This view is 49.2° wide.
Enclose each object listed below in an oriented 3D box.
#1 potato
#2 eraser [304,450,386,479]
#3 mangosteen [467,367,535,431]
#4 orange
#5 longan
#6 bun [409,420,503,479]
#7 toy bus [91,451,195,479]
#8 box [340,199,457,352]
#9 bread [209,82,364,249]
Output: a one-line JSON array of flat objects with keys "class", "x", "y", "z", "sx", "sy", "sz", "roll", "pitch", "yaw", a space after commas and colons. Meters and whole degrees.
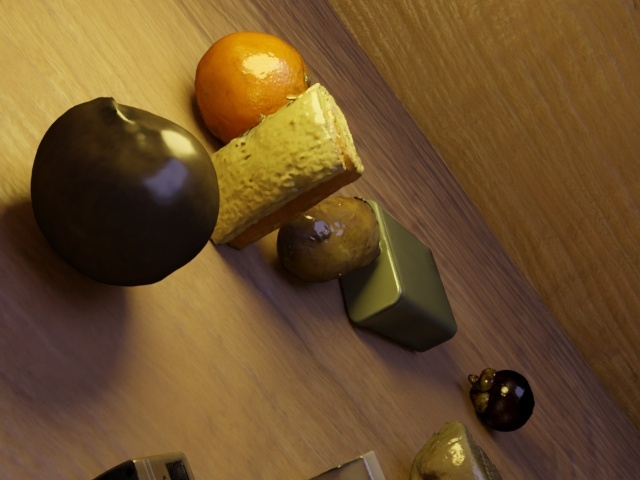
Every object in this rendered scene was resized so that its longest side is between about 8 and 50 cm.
[{"class": "potato", "x": 0.000, "y": 0.000, "z": 1.752, "sx": 0.229, "sy": 0.229, "sz": 0.266, "roll": 59, "pitch": 30, "yaw": 4}, {"class": "eraser", "x": 0.077, "y": 0.548, "z": 1.291, "sx": 0.095, "sy": 0.174, "sz": 0.270, "roll": 5, "pitch": 57, "yaw": -56}, {"class": "mangosteen", "x": 0.556, "y": 0.493, "z": 2.196, "sx": 0.230, "sy": 0.194, "sz": 0.194, "roll": 22, "pitch": 32, "yaw": -3}, {"class": "orange", "x": -0.165, "y": -0.374, "z": 1.769, "sx": 0.312, "sy": 0.312, "sz": 0.312, "roll": 40, "pitch": 31, "yaw": -30}, {"class": "longan", "x": -0.323, "y": -0.079, "z": 1.163, "sx": 0.319, "sy": 0.319, "sz": 0.319, "roll": 40, "pitch": 31, "yaw": -30}, {"class": "bun", "x": 0.318, "y": 0.591, "z": 1.634, "sx": 0.281, "sy": 0.205, "sz": 0.281, "roll": 52, "pitch": 12, "yaw": -16}, {"class": "toy bus", "x": -0.214, "y": 0.447, "z": 0.953, "sx": 0.157, "sy": 0.139, "sz": 0.289, "roll": 12, "pitch": 47, "yaw": -62}, {"class": "box", "x": 0.212, "y": 0.112, "z": 2.020, "sx": 0.344, "sy": 0.177, "sz": 0.352, "roll": 33, "pitch": 34, "yaw": -45}, {"class": "bread", "x": -0.103, "y": -0.163, "z": 1.549, "sx": 0.165, "sy": 0.375, "sz": 0.237, "roll": 16, "pitch": 50, "yaw": -56}]
